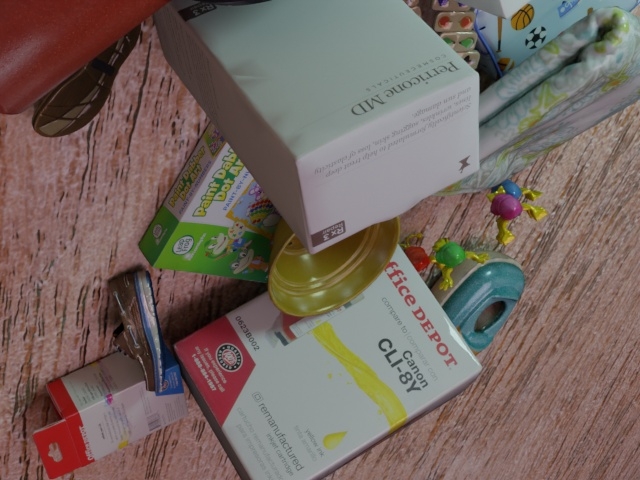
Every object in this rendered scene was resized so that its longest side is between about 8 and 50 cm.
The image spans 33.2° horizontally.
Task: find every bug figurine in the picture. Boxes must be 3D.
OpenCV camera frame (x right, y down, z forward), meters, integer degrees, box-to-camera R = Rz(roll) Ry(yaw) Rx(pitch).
[{"bbox_3d":[0.244,-0.019,1.744,0.279,0.216,0.072,-37,100,-4],"label":"bug figurine"}]

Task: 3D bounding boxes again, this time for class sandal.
[{"bbox_3d":[-0.273,-0.197,1.236,0.180,0.049,0.072,-58,147,0],"label":"sandal"}]

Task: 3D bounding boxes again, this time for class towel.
[{"bbox_3d":[0.329,-0.191,1.558,0.374,0.090,0.320,-37,168,28],"label":"towel"}]

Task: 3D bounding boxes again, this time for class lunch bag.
[{"bbox_3d":[0.321,-0.370,1.502,0.303,0.115,0.243,-40,140,1],"label":"lunch bag"}]

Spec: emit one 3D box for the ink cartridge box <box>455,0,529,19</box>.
[{"bbox_3d":[0.253,-0.425,1.269,0.273,0.114,0.197,-39,130,-10],"label":"ink cartridge box"}]

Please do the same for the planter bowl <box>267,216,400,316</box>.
[{"bbox_3d":[0.000,0.000,1.535,0.217,0.090,0.217,-22,139,-21],"label":"planter bowl"}]

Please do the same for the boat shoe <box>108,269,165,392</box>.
[{"bbox_3d":[-0.262,0.133,1.532,0.066,0.066,0.183,-8,103,-4],"label":"boat shoe"}]

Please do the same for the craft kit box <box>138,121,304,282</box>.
[{"bbox_3d":[-0.095,-0.058,1.516,0.247,0.061,0.250,12,120,-43],"label":"craft kit box"}]

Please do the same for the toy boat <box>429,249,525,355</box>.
[{"bbox_3d":[0.225,0.140,1.905,0.318,0.148,0.267,4,125,-43],"label":"toy boat"}]

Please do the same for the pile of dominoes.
[{"bbox_3d":[0.113,-0.281,1.358,0.196,0.040,0.251,-20,133,-8],"label":"pile of dominoes"}]

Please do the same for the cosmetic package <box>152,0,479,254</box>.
[{"bbox_3d":[-0.018,-0.191,1.170,0.217,0.385,0.156,-28,141,-15],"label":"cosmetic package"}]

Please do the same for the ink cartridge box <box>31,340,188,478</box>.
[{"bbox_3d":[-0.324,0.251,1.614,0.231,0.078,0.134,-24,139,-20],"label":"ink cartridge box"}]

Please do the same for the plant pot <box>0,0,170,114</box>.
[{"bbox_3d":[-0.262,-0.276,1.003,0.265,0.272,0.272,-39,143,12],"label":"plant pot"}]

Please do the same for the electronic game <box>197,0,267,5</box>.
[{"bbox_3d":[-0.059,-0.317,1.128,0.229,0.229,0.048,-30,131,-13],"label":"electronic game"}]

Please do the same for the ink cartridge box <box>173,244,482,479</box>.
[{"bbox_3d":[0.008,0.194,1.646,0.385,0.279,0.160,-29,166,-15],"label":"ink cartridge box"}]
